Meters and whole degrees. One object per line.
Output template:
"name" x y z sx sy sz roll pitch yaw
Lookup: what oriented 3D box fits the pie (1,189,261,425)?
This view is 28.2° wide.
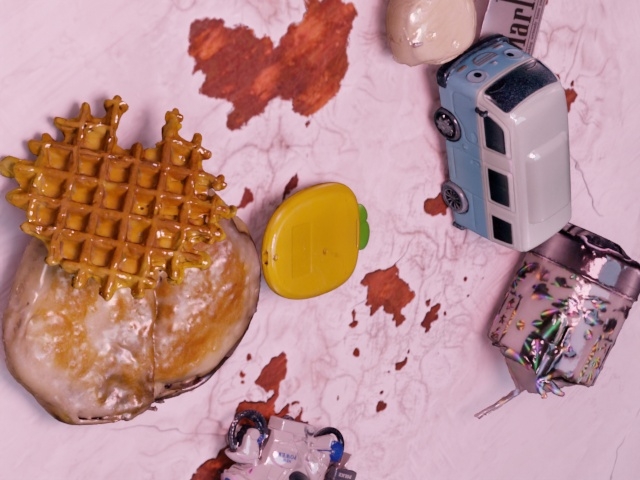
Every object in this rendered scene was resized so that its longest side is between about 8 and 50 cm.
"pie" -0.221 0.072 1.512 0.339 0.077 0.339 -13 115 -30

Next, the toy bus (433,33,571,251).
"toy bus" 0.258 -0.126 1.734 0.133 0.165 0.271 -33 133 -24

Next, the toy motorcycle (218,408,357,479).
"toy motorcycle" -0.050 0.314 1.722 0.221 0.102 0.150 19 82 -40

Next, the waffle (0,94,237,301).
"waffle" -0.218 -0.046 1.402 0.229 0.051 0.231 -30 80 -23

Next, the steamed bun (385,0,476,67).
"steamed bun" 0.135 -0.287 1.641 0.130 0.091 0.112 -28 120 -29

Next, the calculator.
"calculator" 0.000 0.000 1.643 0.235 0.032 0.146 -19 113 -52

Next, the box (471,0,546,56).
"box" 0.266 -0.336 1.762 0.115 0.036 0.177 3 105 -38

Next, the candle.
"candle" 0.347 0.137 1.910 0.187 0.187 0.330 24 93 -41
